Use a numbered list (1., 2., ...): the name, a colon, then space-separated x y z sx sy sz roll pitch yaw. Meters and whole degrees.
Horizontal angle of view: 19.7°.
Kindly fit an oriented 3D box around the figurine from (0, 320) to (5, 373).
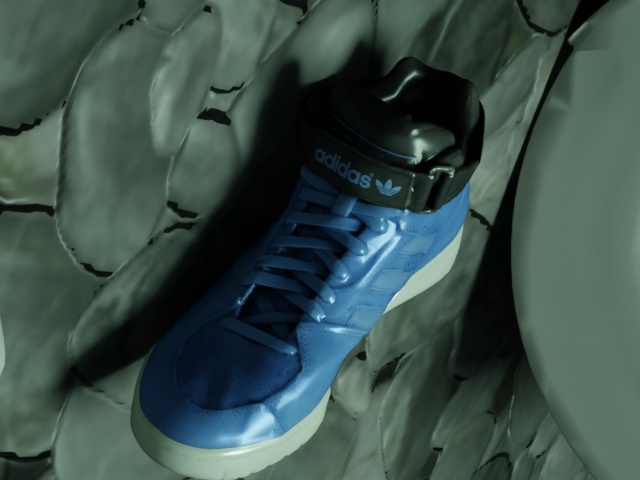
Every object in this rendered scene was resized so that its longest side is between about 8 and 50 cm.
1. figurine: -0.118 -0.040 0.263 0.215 0.092 0.209 -50 151 22

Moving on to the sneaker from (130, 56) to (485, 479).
1. sneaker: -0.001 0.000 0.538 0.152 0.058 0.084 -39 149 -42

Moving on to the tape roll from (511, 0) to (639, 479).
1. tape roll: 0.218 0.003 0.699 0.169 0.246 0.246 -2 116 -56
